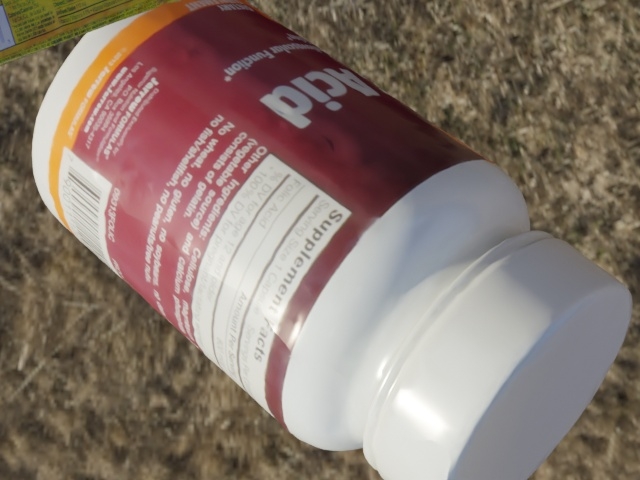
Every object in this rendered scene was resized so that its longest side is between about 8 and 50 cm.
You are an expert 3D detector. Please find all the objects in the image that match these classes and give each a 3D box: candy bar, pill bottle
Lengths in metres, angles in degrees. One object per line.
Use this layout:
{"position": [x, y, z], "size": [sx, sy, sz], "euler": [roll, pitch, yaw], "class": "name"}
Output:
{"position": [-0.130, -0.105, 0.526], "size": [0.161, 0.018, 0.040], "euler": [-28, 123, -27], "class": "candy bar"}
{"position": [0.000, 0.000, 0.799], "size": [0.224, 0.392, 0.224], "euler": [-37, 148, -27], "class": "pill bottle"}
